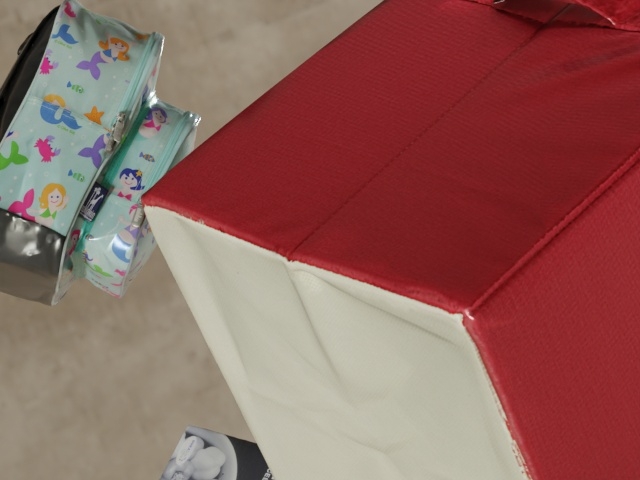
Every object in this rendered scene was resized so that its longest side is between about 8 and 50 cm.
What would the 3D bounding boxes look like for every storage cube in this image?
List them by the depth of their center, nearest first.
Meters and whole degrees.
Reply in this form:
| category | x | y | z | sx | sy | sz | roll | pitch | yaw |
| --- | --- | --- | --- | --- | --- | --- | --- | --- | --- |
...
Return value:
| category | x | y | z | sx | sy | sz | roll | pitch | yaw |
| --- | --- | --- | --- | --- | --- | --- | --- | --- | --- |
| storage cube | 0.081 | 0.016 | 0.667 | 0.193 | 0.215 | 0.184 | -41 | -144 | -25 |

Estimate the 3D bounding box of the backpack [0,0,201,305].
| category | x | y | z | sx | sy | sz | roll | pitch | yaw |
| --- | --- | --- | --- | --- | --- | --- | --- | --- | --- |
| backpack | -0.213 | -0.077 | 1.543 | 0.191 | 0.253 | 0.225 | 16 | 165 | -6 |

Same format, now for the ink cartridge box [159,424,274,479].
| category | x | y | z | sx | sy | sz | roll | pitch | yaw |
| --- | --- | --- | --- | --- | --- | --- | --- | --- | --- |
| ink cartridge box | -0.080 | 0.284 | 1.588 | 0.208 | 0.045 | 0.206 | 10 | -120 | 33 |
